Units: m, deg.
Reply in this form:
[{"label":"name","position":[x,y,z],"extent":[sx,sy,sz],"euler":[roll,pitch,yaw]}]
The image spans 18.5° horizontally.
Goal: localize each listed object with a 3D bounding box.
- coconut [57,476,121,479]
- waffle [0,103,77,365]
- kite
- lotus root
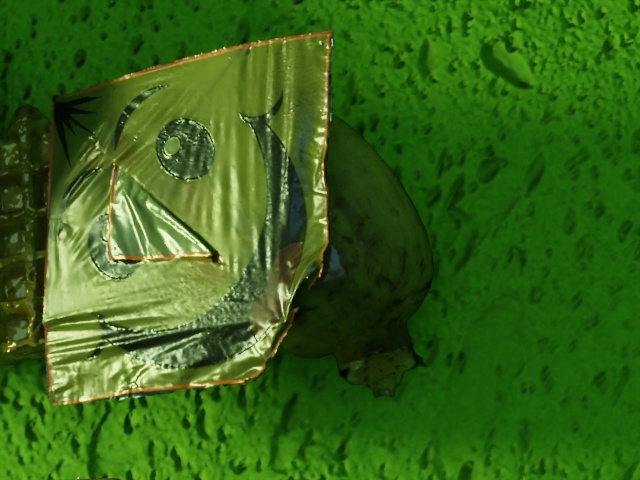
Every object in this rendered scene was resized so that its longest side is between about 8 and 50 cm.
[{"label":"coconut","position":[-0.199,0.287,1.502],"extent":[0.237,0.237,0.197],"euler":[27,47,15]},{"label":"waffle","position":[-0.212,-0.013,1.654],"extent":[0.229,0.057,0.219],"euler":[-8,75,7]},{"label":"kite","position":[-0.121,-0.029,1.564],"extent":[0.327,0.013,0.377],"euler":[40,101,33]},{"label":"lotus root","position":[0.000,0.000,1.569],"extent":[0.154,0.140,0.257],"euler":[-26,72,-8]}]
